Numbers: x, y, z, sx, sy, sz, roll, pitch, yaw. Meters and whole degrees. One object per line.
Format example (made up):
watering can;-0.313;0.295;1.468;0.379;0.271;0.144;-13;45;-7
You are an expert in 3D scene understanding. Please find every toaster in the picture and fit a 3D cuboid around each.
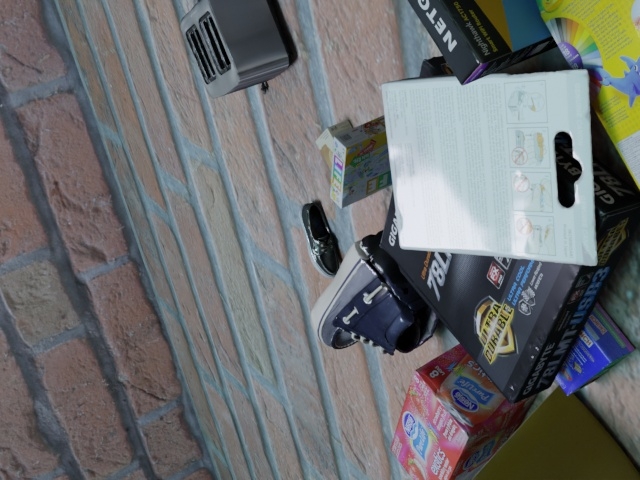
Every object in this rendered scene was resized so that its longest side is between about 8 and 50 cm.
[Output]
toaster;-0.136;-0.324;1.331;0.168;0.110;0.185;-1;112;66

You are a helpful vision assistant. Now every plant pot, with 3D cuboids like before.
plant pot;0.289;0.348;1.014;0.187;0.212;0.212;39;148;24

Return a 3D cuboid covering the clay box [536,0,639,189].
clay box;0.277;-0.163;0.696;0.222;0.053;0.127;64;157;5

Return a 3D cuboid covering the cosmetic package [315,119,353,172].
cosmetic package;0.042;-0.118;1.246;0.115;0.041;0.060;62;156;6

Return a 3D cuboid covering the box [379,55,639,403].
box;0.193;-0.015;0.936;0.293;0.073;0.295;51;145;36

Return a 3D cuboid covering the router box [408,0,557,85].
router box;0.148;-0.249;0.779;0.178;0.133;0.046;60;156;10

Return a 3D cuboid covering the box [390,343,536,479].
box;0.200;0.266;1.191;0.122;0.128;0.256;50;153;30

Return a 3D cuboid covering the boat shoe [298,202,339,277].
boat shoe;0.000;0.000;1.448;0.040;0.049;0.142;-18;95;66

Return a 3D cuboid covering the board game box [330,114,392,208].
board game box;0.084;-0.112;1.023;0.026;0.154;0.103;48;152;32

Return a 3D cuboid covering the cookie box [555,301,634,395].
cookie box;0.297;0.117;0.947;0.091;0.040;0.107;57;155;20

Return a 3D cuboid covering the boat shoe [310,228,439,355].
boat shoe;0.083;0.131;1.298;0.158;0.127;0.340;62;157;24

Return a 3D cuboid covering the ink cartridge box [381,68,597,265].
ink cartridge box;0.174;-0.076;0.830;0.232;0.066;0.188;4;108;38
